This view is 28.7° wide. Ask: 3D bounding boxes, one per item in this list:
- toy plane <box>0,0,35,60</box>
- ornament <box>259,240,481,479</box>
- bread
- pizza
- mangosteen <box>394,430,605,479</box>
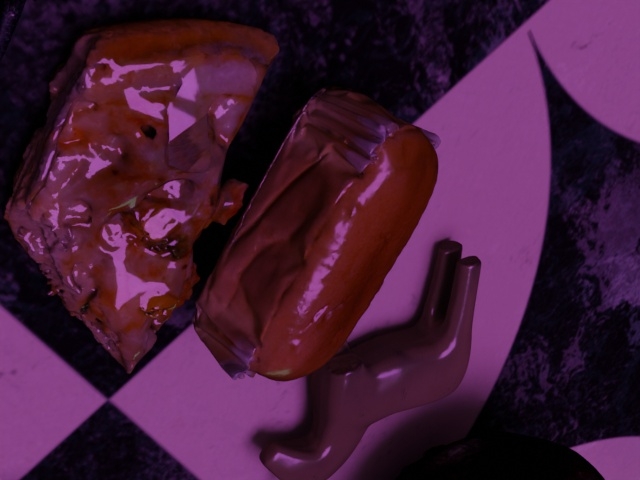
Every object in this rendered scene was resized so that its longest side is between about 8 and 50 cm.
[{"bbox_3d":[-0.183,-0.188,0.791,0.130,0.061,0.189,15,115,-19],"label":"toy plane"},{"bbox_3d":[0.045,0.138,1.216,0.230,0.061,0.244,-15,125,-29],"label":"ornament"},{"bbox_3d":[0.000,0.000,1.022,0.241,0.107,0.136,-61,158,13],"label":"bread"},{"bbox_3d":[-0.138,-0.028,0.939,0.189,0.071,0.297,3,119,-41],"label":"pizza"},{"bbox_3d":[0.188,0.362,1.323,0.297,0.297,0.313,0,77,-39],"label":"mangosteen"}]
